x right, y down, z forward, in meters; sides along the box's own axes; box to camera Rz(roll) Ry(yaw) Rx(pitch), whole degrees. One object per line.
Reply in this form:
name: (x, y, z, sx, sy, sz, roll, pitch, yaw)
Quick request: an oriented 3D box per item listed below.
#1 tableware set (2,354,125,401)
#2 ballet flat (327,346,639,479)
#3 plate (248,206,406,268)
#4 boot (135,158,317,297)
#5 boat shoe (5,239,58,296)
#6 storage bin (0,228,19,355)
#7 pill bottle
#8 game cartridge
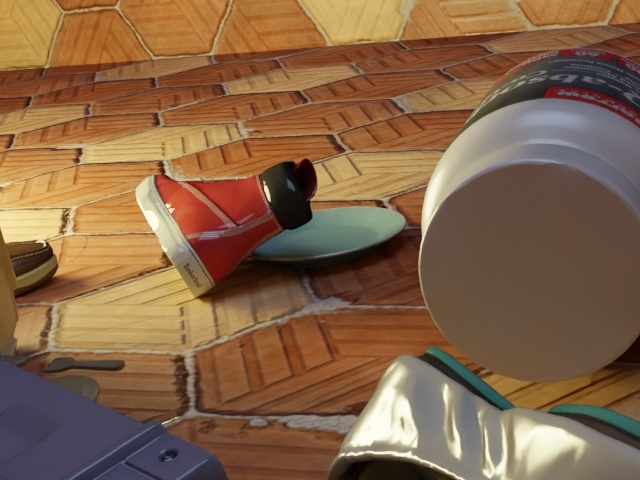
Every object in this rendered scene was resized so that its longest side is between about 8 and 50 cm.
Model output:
tableware set: (-0.250, 0.140, 1.093, 0.194, 0.039, 0.128, -1, 27, 35)
ballet flat: (0.101, 0.151, 0.720, 0.139, 0.139, 0.400, -13, 8, -16)
plate: (0.000, 0.000, 1.493, 0.188, 0.024, 0.188, -8, 15, 2)
boot: (-0.095, -0.042, 1.476, 0.176, 0.088, 0.244, -33, 27, -6)
boat shoe: (-0.406, 0.025, 1.472, 0.257, 0.095, 0.095, -16, 17, -25)
storage bin: (-0.426, 0.016, 1.236, 0.262, 0.260, 0.123, -8, 33, 2)
pill bottle: (0.200, -0.029, 1.155, 0.210, 0.210, 0.363, -3, 16, 16)
game cartridge: (-0.244, 0.167, 0.897, 0.230, 0.068, 0.355, -27, 23, -32)
